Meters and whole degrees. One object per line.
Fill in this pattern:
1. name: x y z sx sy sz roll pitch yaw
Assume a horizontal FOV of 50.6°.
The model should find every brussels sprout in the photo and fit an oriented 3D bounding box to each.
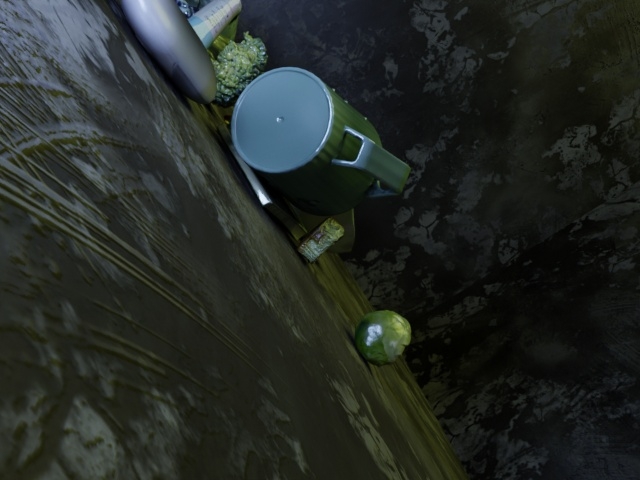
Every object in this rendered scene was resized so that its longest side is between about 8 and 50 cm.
1. brussels sprout: 0.154 0.248 1.786 0.122 0.149 0.151 37 -4 -28

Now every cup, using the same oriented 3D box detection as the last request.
1. cup: 0.011 -0.252 1.721 0.392 0.401 0.310 26 57 -70

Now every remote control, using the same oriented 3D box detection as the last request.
1. remote control: -0.310 -0.418 1.401 0.221 0.103 0.332 66 7 32

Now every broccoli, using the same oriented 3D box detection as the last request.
1. broccoli: -0.289 -0.495 1.892 0.243 0.263 0.247 48 -26 -24

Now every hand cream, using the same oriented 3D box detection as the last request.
1. hand cream: -0.304 -0.532 1.730 0.111 0.070 0.312 59 46 -30

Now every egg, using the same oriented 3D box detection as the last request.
1. egg: -0.004 -0.102 2.222 0.337 0.201 0.337 172 -90 -84

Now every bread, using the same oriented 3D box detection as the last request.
1. bread: 0.000 0.000 1.834 0.069 0.140 0.128 49 -2 -4

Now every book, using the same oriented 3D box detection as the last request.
1. book: -0.152 -0.152 1.856 0.260 0.043 0.371 59 4 17

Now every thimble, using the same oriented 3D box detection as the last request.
1. thimble: -0.352 -0.657 1.967 0.237 0.237 0.150 59 -30 32

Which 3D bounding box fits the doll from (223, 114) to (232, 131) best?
1. doll: -0.242 -0.345 2.056 0.078 0.077 0.113 69 9 27
